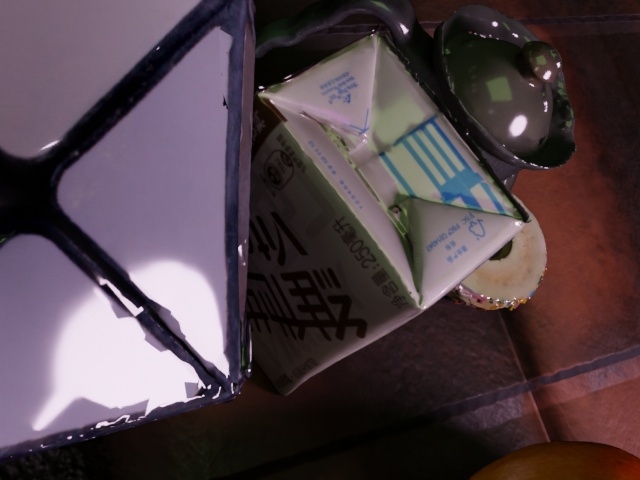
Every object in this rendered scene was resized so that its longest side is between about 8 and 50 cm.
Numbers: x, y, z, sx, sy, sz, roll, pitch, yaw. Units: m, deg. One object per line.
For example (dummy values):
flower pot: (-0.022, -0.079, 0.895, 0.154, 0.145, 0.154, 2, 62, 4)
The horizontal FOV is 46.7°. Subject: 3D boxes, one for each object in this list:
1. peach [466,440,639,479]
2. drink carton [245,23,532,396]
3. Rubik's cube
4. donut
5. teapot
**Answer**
peach: (0.225, 0.316, 0.643, 0.289, 0.289, 0.307, 38, 66, -4)
drink carton: (0.000, 0.000, 0.652, 0.132, 0.324, 0.194, -33, 83, -29)
Rubik's cube: (-0.243, -0.031, 0.483, 0.307, 0.305, 0.310, -5, 100, -47)
donut: (0.209, 0.023, 0.877, 0.108, 0.065, 0.166, 37, 60, -8)
teapot: (0.106, -0.139, 0.755, 0.305, 0.285, 0.223, 53, 47, -2)
